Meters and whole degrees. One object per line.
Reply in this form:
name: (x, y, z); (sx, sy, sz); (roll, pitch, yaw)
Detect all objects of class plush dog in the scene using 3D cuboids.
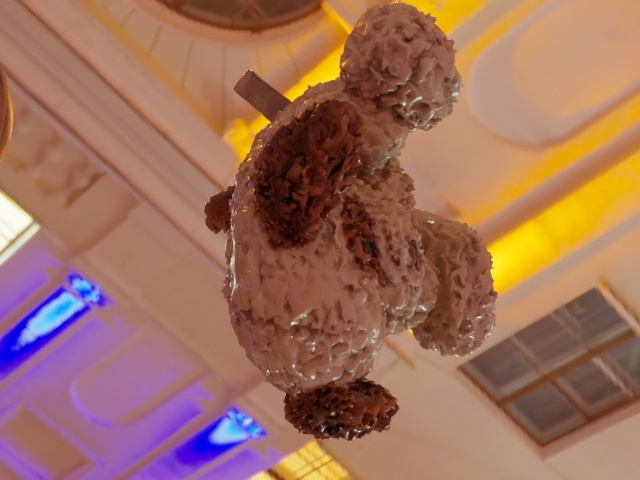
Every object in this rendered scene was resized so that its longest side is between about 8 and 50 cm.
plush dog: (0.000, 0.000, 0.659); (0.225, 0.210, 0.262); (-72, -28, -63)

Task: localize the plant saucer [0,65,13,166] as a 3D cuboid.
plant saucer: (-0.161, -0.046, 0.448); (0.015, 0.083, 0.083); (23, -139, -52)
